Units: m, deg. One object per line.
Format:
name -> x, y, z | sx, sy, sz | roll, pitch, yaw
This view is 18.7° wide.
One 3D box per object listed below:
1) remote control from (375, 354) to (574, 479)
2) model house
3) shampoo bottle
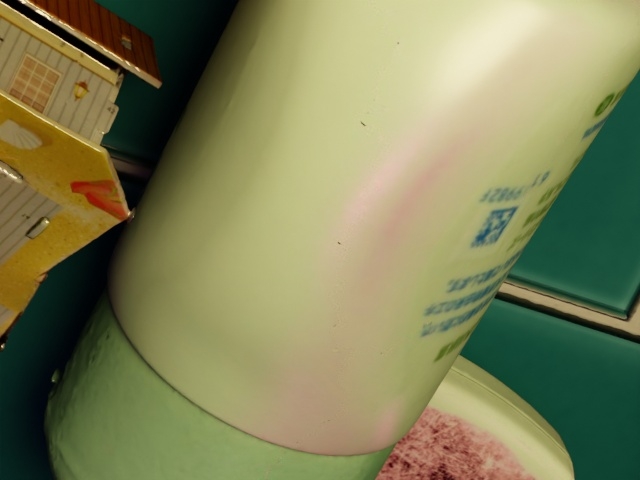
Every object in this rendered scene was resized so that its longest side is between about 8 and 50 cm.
remote control -> -0.025, 0.191, 0.998 | 0.145, 0.050, 0.344 | 33, 112, -20
model house -> -0.182, -0.078, 0.809 | 0.219, 0.136, 0.207 | 31, 141, -17
shampoo bottle -> 0.000, 0.000, 0.802 | 0.151, 0.222, 0.349 | 30, 119, 2
